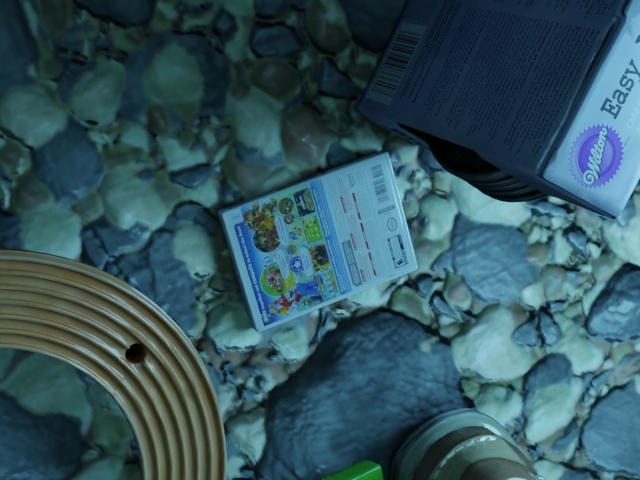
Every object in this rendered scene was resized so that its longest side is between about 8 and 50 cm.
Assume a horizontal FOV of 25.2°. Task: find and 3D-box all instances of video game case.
[{"bbox_3d":[0.000,0.000,0.955,0.122,0.011,0.087,-21,109,-16],"label":"video game case"}]

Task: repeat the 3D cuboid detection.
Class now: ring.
[{"bbox_3d":[-0.216,0.162,0.876,0.337,0.032,0.336,-9,112,-24],"label":"ring"}]

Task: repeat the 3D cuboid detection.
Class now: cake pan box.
[{"bbox_3d":[0.143,-0.154,0.849,0.070,0.246,0.267,26,91,-24],"label":"cake pan box"}]

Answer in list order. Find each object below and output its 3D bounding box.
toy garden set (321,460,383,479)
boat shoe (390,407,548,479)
[{"bbox_3d":[-0.052,0.282,0.957,0.244,0.049,0.203,-21,109,-32],"label":"toy garden set"},{"bbox_3d":[0.161,0.267,1.021,0.123,0.116,0.324,-39,113,-9],"label":"boat shoe"}]
